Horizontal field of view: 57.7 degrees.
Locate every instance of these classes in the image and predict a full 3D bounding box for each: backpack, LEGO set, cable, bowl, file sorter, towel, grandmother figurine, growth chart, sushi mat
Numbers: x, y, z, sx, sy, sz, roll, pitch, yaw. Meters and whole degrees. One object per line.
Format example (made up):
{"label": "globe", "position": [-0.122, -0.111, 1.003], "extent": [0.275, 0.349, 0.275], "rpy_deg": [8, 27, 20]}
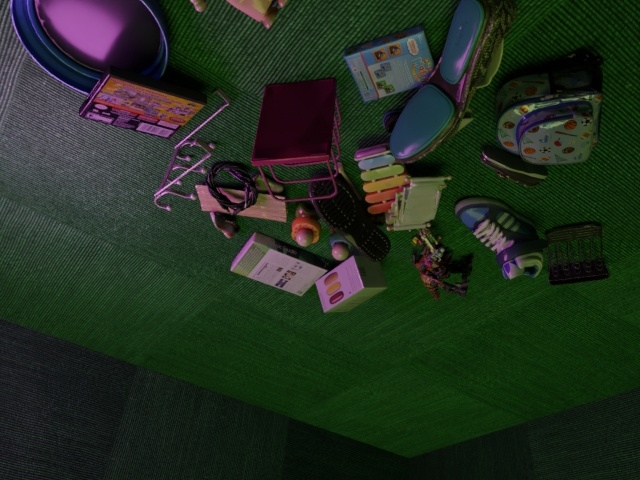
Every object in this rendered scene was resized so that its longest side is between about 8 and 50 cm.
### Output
{"label": "backpack", "position": [0.593, -0.321, 1.525], "extent": [0.263, 0.213, 0.276], "rpy_deg": [2, 146, 22]}
{"label": "LEGO set", "position": [0.303, -0.021, 1.974], "extent": [0.287, 0.107, 0.132], "rpy_deg": [32, 120, -5]}
{"label": "cable", "position": [-0.291, -0.177, 1.900], "extent": [0.150, 0.047, 0.184], "rpy_deg": [-23, 111, 22]}
{"label": "bowl", "position": [-0.579, -0.543, 1.491], "extent": [0.391, 0.077, 0.391], "rpy_deg": [3, 142, 3]}
{"label": "file sorter", "position": [-0.049, -0.272, 1.597], "extent": [0.202, 0.291, 0.182], "rpy_deg": [-3, 144, 12]}
{"label": "towel", "position": [-0.201, -0.167, 1.960], "extent": [0.110, 0.027, 0.148], "rpy_deg": [26, 142, -23]}
{"label": "grandmother figurine", "position": [-0.242, -0.625, 1.331], "extent": [0.342, 0.104, 0.208], "rpy_deg": [30, 109, -23]}
{"label": "growth chart", "position": [0.302, -0.115, 1.836], "extent": [0.171, 0.021, 0.237], "rpy_deg": [1, 136, -11]}
{"label": "sushi mat", "position": [-0.266, -0.126, 1.995], "extent": [0.316, 0.019, 0.151], "rpy_deg": [8, 147, 7]}

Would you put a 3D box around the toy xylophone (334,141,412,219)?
{"label": "toy xylophone", "position": [0.189, -0.185, 1.841], "extent": [0.236, 0.081, 0.323], "rpy_deg": [-17, 136, 28]}

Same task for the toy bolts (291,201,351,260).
{"label": "toy bolts", "position": [0.000, 0.000, 2.041], "extent": [0.228, 0.158, 0.218], "rpy_deg": [12, 142, -8]}

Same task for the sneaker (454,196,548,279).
{"label": "sneaker", "position": [0.594, 0.007, 1.904], "extent": [0.322, 0.236, 0.130], "rpy_deg": [20, 140, -18]}

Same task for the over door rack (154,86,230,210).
{"label": "over door rack", "position": [-0.360, -0.251, 1.702], "extent": [0.108, 0.240, 0.324], "rpy_deg": [28, 138, -22]}

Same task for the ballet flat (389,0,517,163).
{"label": "ballet flat", "position": [0.351, -0.391, 1.473], "extent": [0.182, 0.164, 0.483], "rpy_deg": [-7, 139, -33]}

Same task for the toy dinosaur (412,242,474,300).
{"label": "toy dinosaur", "position": [0.452, 0.114, 2.176], "extent": [0.218, 0.164, 0.322], "rpy_deg": [11, 163, 17]}

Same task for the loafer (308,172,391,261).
{"label": "loafer", "position": [0.080, -0.073, 1.938], "extent": [0.134, 0.130, 0.366], "rpy_deg": [-42, 109, -5]}

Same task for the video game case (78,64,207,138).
{"label": "video game case", "position": [-0.496, -0.377, 1.622], "extent": [0.274, 0.035, 0.248], "rpy_deg": [9, 158, -37]}

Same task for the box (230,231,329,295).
{"label": "box", "position": [-0.161, 0.098, 2.275], "extent": [0.322, 0.058, 0.232], "rpy_deg": [21, 140, -21]}

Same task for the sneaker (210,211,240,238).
{"label": "sneaker", "position": [-0.341, -0.067, 2.089], "extent": [0.065, 0.061, 0.158], "rpy_deg": [-29, 149, 6]}

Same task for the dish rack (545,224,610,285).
{"label": "dish rack", "position": [0.903, 0.050, 2.052], "extent": [0.208, 0.074, 0.271], "rpy_deg": [-10, 139, 19]}

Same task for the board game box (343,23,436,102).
{"label": "board game box", "position": [0.189, -0.459, 1.524], "extent": [0.211, 0.039, 0.160], "rpy_deg": [-11, 139, 21]}

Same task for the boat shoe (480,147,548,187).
{"label": "boat shoe", "position": [0.575, -0.214, 1.751], "extent": [0.227, 0.081, 0.069], "rpy_deg": [15, 137, -16]}

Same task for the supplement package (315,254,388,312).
{"label": "supplement package", "position": [0.116, 0.170, 2.229], "extent": [0.133, 0.139, 0.244], "rpy_deg": [3, 150, -41]}

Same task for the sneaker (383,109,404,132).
{"label": "sneaker", "position": [0.270, -0.337, 1.637], "extent": [0.188, 0.078, 0.067], "rpy_deg": [-8, 140, 15]}
